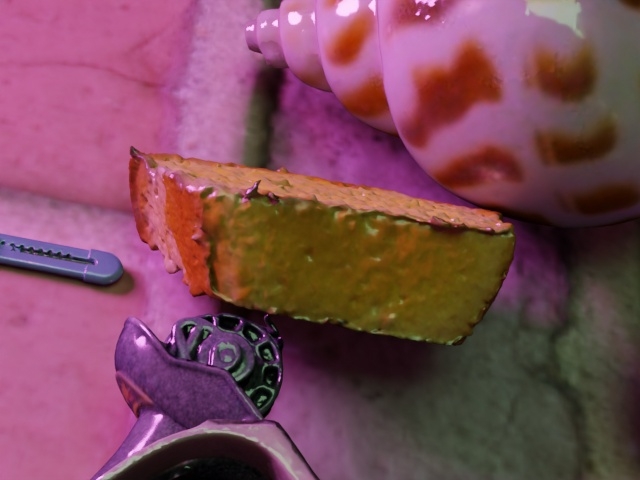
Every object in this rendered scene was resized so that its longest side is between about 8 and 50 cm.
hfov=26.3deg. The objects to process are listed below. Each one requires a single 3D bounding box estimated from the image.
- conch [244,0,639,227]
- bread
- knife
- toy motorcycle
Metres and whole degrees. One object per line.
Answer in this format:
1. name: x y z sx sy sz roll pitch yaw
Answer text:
1. conch: 0.099 -0.091 0.712 0.275 0.183 0.149 32 84 17
2. bread: 0.000 0.000 0.647 0.187 0.065 0.103 11 12 -14
3. knife: -0.143 0.005 0.662 0.096 0.010 0.027 11 52 -7
4. toy motorcycle: -0.029 0.144 0.540 0.157 0.091 0.263 -28 68 -26
